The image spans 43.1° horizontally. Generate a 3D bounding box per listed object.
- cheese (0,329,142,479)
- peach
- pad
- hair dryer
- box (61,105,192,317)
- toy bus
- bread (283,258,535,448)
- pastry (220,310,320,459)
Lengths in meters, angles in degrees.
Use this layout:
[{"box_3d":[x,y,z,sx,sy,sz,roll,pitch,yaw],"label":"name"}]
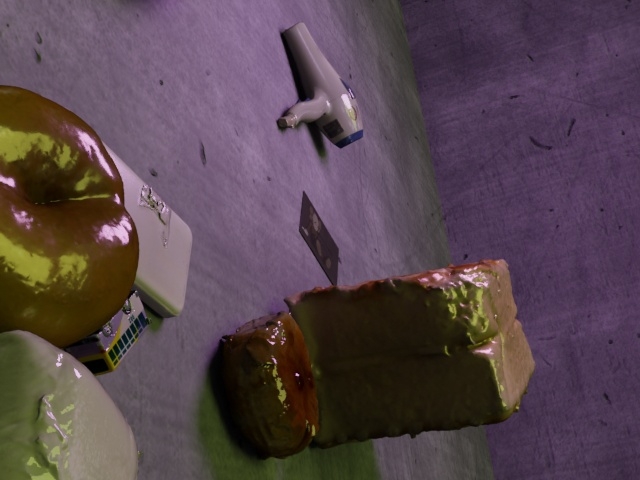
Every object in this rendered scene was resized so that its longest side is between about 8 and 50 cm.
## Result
[{"box_3d":[-0.235,0.194,0.633,0.189,0.154,0.198,-95,164,-51],"label":"cheese"},{"box_3d":[-0.272,-0.021,0.720,0.251,0.153,0.251,55,22,-35],"label":"peach"},{"box_3d":[0.000,0.000,1.715,0.127,0.004,0.190,-86,154,-46],"label":"pad"},{"box_3d":[-0.032,-0.359,1.807,0.298,0.119,0.296,5,63,-57],"label":"hair dryer"},{"box_3d":[-0.242,-0.026,0.976,0.285,0.044,0.142,52,31,-49],"label":"box"},{"box_3d":[-0.230,0.101,0.888,0.102,0.052,0.058,-62,135,-62],"label":"toy bus"},{"box_3d":[0.169,0.193,1.476,0.390,0.371,0.279,-3,82,-67],"label":"bread"},{"box_3d":[-0.071,0.204,1.191,0.229,0.100,0.218,49,31,-55],"label":"pastry"}]
